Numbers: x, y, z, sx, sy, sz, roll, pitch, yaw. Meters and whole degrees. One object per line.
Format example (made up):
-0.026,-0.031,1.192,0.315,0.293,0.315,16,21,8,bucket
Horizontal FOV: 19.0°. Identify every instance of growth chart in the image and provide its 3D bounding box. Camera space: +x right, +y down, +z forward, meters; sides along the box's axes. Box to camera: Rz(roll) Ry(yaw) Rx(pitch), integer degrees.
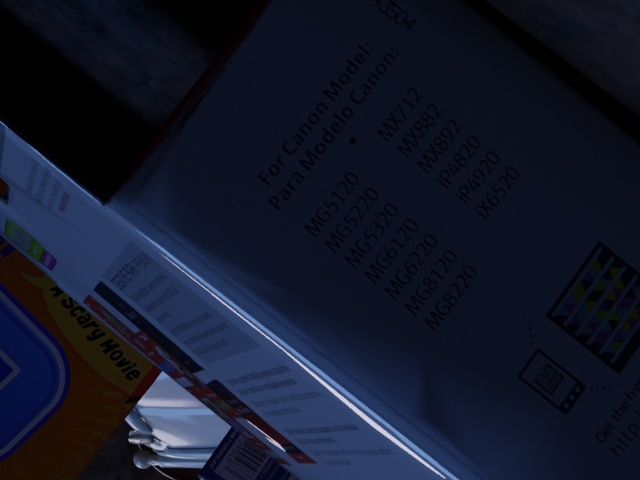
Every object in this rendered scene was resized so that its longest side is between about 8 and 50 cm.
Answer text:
-0.097,0.101,1.421,0.172,0.021,0.237,1,136,21,growth chart

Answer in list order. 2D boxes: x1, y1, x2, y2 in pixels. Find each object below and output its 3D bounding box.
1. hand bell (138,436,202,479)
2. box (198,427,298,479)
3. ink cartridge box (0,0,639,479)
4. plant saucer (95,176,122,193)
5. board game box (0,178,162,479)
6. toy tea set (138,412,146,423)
-0.124,0.154,1.908,0.126,0.126,0.242,37,-179,-8,hand bell
0.049,0.155,1.225,0.225,0.136,0.036,30,167,26,box
-0.006,-0.003,0.736,0.272,0.130,0.309,38,169,-5,ink cartridge box
-0.006,0.047,1.049,0.259,0.047,0.258,37,-177,-11,plant saucer
-0.349,0.037,1.194,0.356,0.356,0.356,39,178,-21,board game box
-0.105,0.155,1.563,0.336,0.124,0.200,38,141,-9,toy tea set
